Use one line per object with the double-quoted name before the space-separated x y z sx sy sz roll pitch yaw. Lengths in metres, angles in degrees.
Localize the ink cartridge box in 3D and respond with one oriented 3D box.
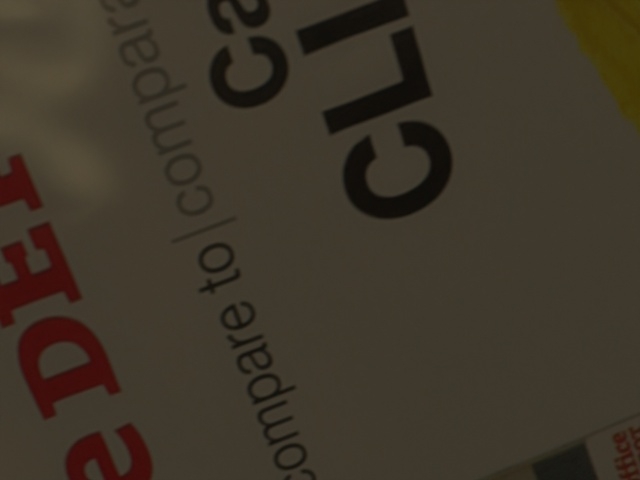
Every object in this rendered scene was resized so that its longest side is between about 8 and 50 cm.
"ink cartridge box" 0.074 -0.054 0.448 0.160 0.385 0.279 -118 -172 -58
